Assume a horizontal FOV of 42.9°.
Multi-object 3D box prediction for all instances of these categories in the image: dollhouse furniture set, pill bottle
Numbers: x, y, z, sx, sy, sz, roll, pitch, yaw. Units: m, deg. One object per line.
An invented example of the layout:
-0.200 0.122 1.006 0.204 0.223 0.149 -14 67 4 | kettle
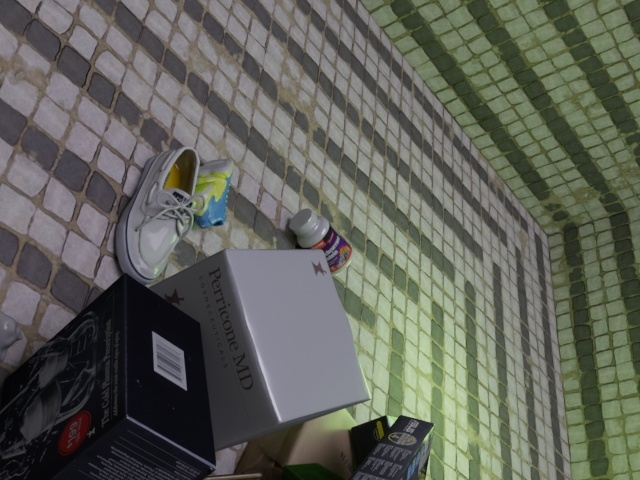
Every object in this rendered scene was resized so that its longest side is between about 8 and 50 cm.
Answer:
-0.105 0.566 1.608 0.302 0.151 0.197 4 93 -28 | dollhouse furniture set
0.000 0.000 2.313 0.193 0.108 0.108 47 37 -31 | pill bottle

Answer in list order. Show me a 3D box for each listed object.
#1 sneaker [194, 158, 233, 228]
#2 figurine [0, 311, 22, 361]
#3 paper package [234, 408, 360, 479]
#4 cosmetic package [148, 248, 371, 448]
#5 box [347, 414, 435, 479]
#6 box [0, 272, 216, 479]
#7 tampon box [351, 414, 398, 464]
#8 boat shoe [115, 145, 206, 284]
-0.269 -0.110 2.010 0.240 0.091 0.126 -61 146 -56 | sneaker
-0.598 0.139 1.342 0.209 0.092 0.215 66 30 -20 | figurine
-0.011 0.552 1.910 0.324 0.168 0.309 57 33 -21 | paper package
-0.179 0.232 1.604 0.327 0.394 0.329 2 66 -57 | cosmetic package
0.126 0.575 1.664 0.395 0.097 0.318 -21 118 -67 | box
-0.348 0.284 1.287 0.179 0.312 0.343 40 16 -32 | box
0.165 0.496 1.952 0.161 0.102 0.120 26 44 -56 | tampon box
-0.330 -0.071 1.799 0.136 0.157 0.367 45 38 -33 | boat shoe
